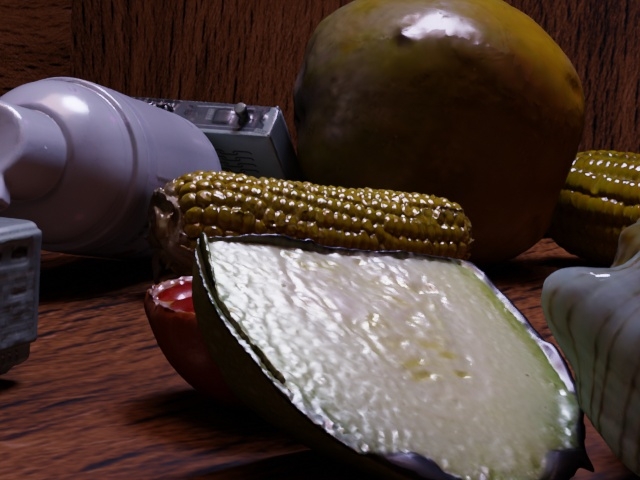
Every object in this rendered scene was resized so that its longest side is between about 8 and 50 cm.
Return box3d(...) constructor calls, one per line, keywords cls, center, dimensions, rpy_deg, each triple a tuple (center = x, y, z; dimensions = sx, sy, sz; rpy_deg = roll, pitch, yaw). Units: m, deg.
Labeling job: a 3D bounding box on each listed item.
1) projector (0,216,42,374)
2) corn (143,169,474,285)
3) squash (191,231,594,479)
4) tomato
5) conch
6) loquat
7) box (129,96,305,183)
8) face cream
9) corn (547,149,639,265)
box3d(cls="projector", center=(-0.311, 0.032, 0.863), dimensions=(0.256, 0.099, 0.192), rpy_deg=(6, 6, 19))
box3d(cls="corn", center=(0.000, 0.000, 1.279), dimensions=(0.293, 0.106, 0.106), rpy_deg=(4, 6, -23))
box3d(cls="squash", center=(0.031, 0.084, 0.749), dimensions=(0.192, 0.085, 0.184), rpy_deg=(5, 34, -32))
box3d(cls="tomato", center=(-0.025, 0.059, 0.871), dimensions=(0.155, 0.069, 0.155), rpy_deg=(1, 9, 0))
box3d(cls="conch", center=(0.207, 0.040, 0.729), dimensions=(0.203, 0.169, 0.386), rpy_deg=(-5, 7, -2))
box3d(cls="loquat", center=(0.110, -0.111, 1.492), dimensions=(0.284, 0.276, 0.276), rpy_deg=(11, 5, -10))
box3d(cls="box", center=(-0.146, -0.070, 1.530), dimensions=(0.270, 0.045, 0.211), rpy_deg=(5, -37, 21))
box3d(cls="face cream", center=(-0.201, -0.061, 1.259), dimensions=(0.145, 0.145, 0.369), rpy_deg=(5, -3, 14))
box3d(cls="corn", center=(0.358, -0.017, 1.490), dimensions=(0.120, 0.120, 0.363), rpy_deg=(-3, 13, -42))
